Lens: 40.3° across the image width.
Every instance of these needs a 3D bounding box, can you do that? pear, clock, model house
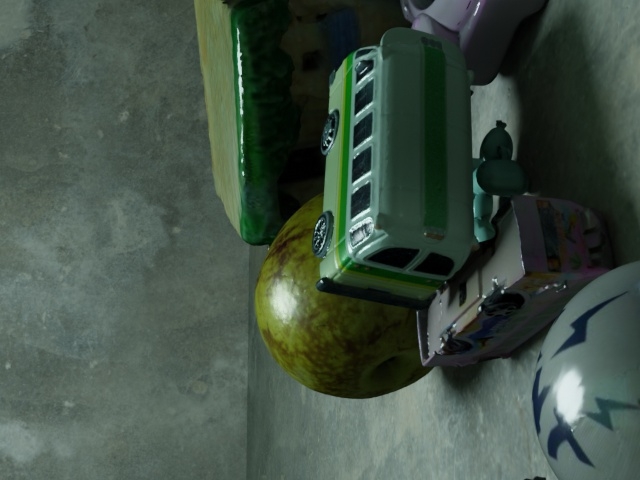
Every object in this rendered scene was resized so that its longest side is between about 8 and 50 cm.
[{"bbox_3d":[0.046,0.066,1.138,0.283,0.284,0.283,-177,90,-77],"label":"pear"},{"bbox_3d":[0.175,-0.376,1.026,0.295,0.113,0.322,106,163,-47],"label":"clock"},{"bbox_3d":[0.013,-0.214,1.292,0.334,0.343,0.382,-126,30,-58],"label":"model house"}]

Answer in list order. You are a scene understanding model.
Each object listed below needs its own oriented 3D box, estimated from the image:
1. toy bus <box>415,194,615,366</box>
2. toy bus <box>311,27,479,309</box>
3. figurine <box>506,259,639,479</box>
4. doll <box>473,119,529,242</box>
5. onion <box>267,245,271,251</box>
[{"bbox_3d":[0.184,0.055,0.889,0.274,0.112,0.090,118,151,-62],"label":"toy bus"},{"bbox_3d":[0.083,-0.084,0.912,0.165,0.134,0.276,134,143,-59],"label":"toy bus"},{"bbox_3d":[0.215,0.169,0.591,0.261,0.186,0.381,-115,34,-53],"label":"figurine"},{"bbox_3d":[0.191,-0.057,1.011,0.158,0.059,0.159,-159,73,-79],"label":"doll"},{"bbox_3d":[0.008,0.014,1.539,0.135,0.198,0.173,61,160,3],"label":"onion"}]
